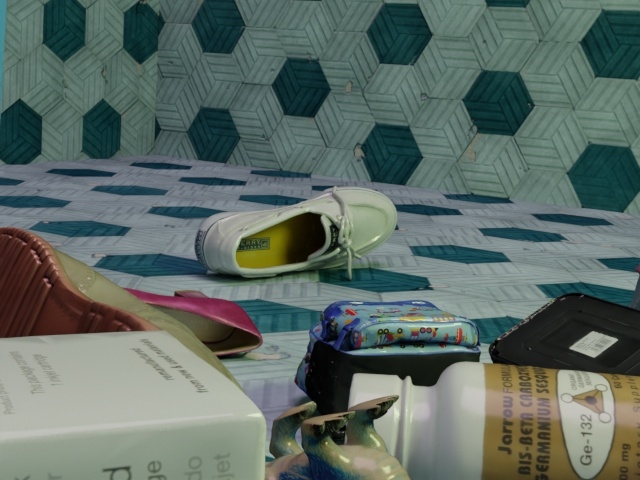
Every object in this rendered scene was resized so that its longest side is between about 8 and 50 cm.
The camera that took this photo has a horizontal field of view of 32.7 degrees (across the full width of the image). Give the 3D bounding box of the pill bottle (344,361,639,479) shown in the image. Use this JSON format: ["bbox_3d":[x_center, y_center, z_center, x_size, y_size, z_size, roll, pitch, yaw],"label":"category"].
[{"bbox_3d":[0.133,0.154,0.780,0.229,0.131,0.131,4,9,5],"label":"pill bottle"}]

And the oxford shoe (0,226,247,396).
[{"bbox_3d":[-0.222,0.098,1.031,0.146,0.140,0.397,25,3,-44],"label":"oxford shoe"}]

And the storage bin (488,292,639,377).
[{"bbox_3d":[0.258,0.126,1.005,0.122,0.084,0.180,-31,23,-23],"label":"storage bin"}]

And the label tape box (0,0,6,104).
[{"bbox_3d":[-0.297,-0.075,0.512,0.115,0.249,0.348,10,11,18],"label":"label tape box"}]

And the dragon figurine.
[{"bbox_3d":[-0.003,0.182,0.702,0.289,0.144,0.085,-14,-3,42],"label":"dragon figurine"}]

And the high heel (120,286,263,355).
[{"bbox_3d":[-0.182,0.104,1.180,0.244,0.082,0.117,0,19,-46],"label":"high heel"}]

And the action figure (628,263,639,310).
[{"bbox_3d":[0.488,0.029,1.321,0.248,0.275,0.370,-2,23,2],"label":"action figure"}]

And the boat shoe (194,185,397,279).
[{"bbox_3d":[-0.001,-0.008,1.699,0.367,0.136,0.156,-7,13,-34],"label":"boat shoe"}]

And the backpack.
[{"bbox_3d":[0.057,0.115,1.043,0.158,0.117,0.173,2,7,-17],"label":"backpack"}]

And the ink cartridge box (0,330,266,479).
[{"bbox_3d":[-0.181,0.157,0.366,0.306,0.226,0.131,-2,10,-25],"label":"ink cartridge box"}]
